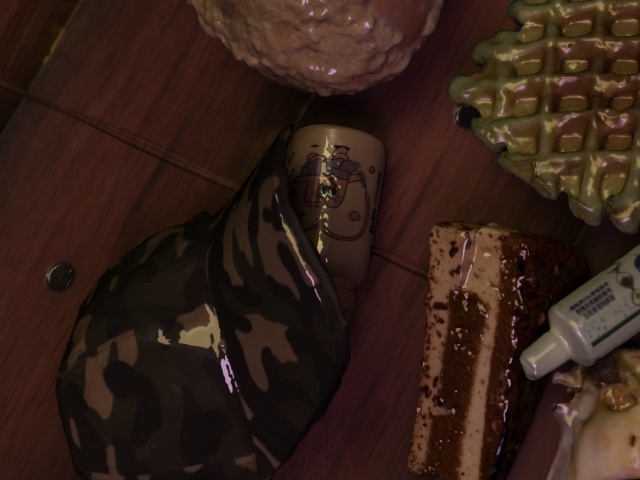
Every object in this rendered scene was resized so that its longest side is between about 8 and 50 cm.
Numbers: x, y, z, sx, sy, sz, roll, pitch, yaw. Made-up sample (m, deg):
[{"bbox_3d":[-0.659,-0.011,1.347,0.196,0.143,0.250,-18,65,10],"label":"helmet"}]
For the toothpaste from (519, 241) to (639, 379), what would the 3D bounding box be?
[{"bbox_3d":[0.337,0.004,1.569,0.392,0.061,0.099,-34,59,-9],"label":"toothpaste"}]

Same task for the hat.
[{"bbox_3d":[-0.126,0.076,1.622,0.257,0.382,0.366,-12,59,-10],"label":"hat"}]

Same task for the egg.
[{"bbox_3d":[-0.002,-0.284,1.732,0.279,0.279,0.310,-29,56,9],"label":"egg"}]

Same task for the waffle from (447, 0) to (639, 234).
[{"bbox_3d":[0.291,-0.152,1.644,0.292,0.056,0.309,-40,52,-8],"label":"waffle"}]

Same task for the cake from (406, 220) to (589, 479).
[{"bbox_3d":[0.169,0.102,1.626,0.112,0.135,0.246,13,104,36],"label":"cake"}]

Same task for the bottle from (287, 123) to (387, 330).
[{"bbox_3d":[0.000,0.000,1.708,0.110,0.097,0.209,-18,58,57],"label":"bottle"}]

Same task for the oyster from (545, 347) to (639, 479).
[{"bbox_3d":[0.265,0.239,1.492,0.271,0.100,0.275,-53,43,-3],"label":"oyster"}]
